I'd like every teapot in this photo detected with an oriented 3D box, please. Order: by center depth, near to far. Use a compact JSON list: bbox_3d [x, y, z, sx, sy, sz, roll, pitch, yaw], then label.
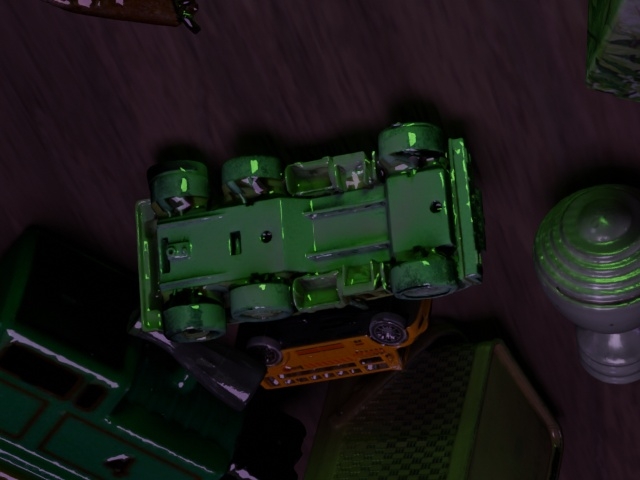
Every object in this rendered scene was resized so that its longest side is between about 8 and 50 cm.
[{"bbox_3d":[-0.097,0.085,1.474,0.111,0.043,0.043,32,136,-5],"label":"teapot"}]

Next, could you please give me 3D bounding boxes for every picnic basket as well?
[{"bbox_3d":[0.083,0.211,1.506,0.139,0.266,0.165,-7,140,29],"label":"picnic basket"}]

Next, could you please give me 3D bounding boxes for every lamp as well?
[{"bbox_3d":[0.213,0.034,1.403,0.106,0.106,0.193,-1,147,14],"label":"lamp"}]

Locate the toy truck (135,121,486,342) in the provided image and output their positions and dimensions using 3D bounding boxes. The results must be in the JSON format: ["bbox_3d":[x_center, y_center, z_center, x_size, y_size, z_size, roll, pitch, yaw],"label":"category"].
[{"bbox_3d":[0.002,-0.001,1.409,0.260,0.128,0.135,-12,164,26],"label":"toy truck"}]

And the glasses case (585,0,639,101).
[{"bbox_3d":[0.226,-0.205,1.128,0.062,0.095,0.272,14,139,-5],"label":"glasses case"}]

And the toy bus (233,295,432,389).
[{"bbox_3d":[0.017,0.068,1.499,0.162,0.069,0.074,-11,135,26],"label":"toy bus"}]

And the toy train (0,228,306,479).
[{"bbox_3d":[-0.178,0.153,1.573,0.429,0.178,0.249,28,125,-18],"label":"toy train"}]

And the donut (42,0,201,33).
[{"bbox_3d":[-0.148,-0.237,1.182,0.141,0.085,0.217,3,137,10],"label":"donut"}]
